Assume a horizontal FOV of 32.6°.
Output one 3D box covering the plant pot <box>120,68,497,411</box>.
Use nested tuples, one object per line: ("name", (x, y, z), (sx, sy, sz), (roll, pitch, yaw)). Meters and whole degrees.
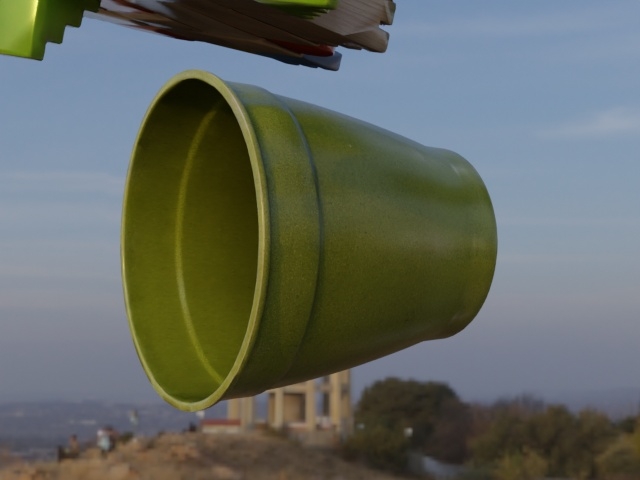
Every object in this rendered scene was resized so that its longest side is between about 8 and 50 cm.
("plant pot", (0.000, 0.000, 1.269), (0.353, 0.366, 0.366), (0, -6, -31))

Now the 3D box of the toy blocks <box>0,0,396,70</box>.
("toy blocks", (-0.074, -0.186, 0.712), (0.381, 0.191, 0.261), (14, 4, 33))
